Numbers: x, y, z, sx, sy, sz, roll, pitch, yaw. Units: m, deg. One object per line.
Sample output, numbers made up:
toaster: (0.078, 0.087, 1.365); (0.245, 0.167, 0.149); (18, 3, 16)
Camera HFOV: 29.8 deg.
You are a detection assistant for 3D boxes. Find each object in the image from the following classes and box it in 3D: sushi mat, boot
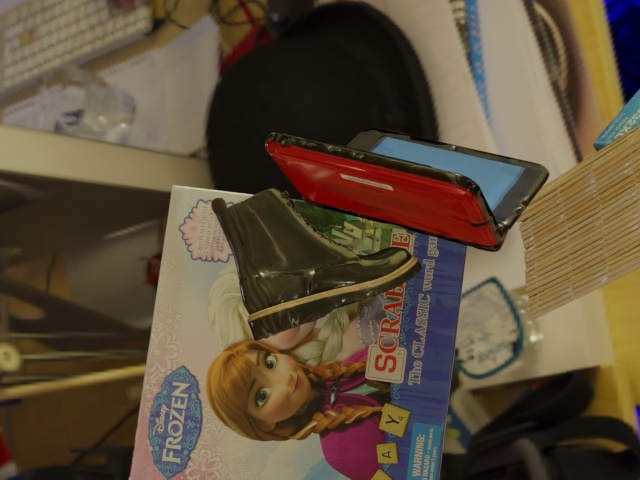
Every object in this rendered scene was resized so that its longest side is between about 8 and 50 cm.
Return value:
sushi mat: (0.308, -0.026, 1.318); (0.316, 0.019, 0.151); (141, 128, -59)
boot: (0.000, 0.000, 1.141); (0.077, 0.198, 0.137); (-24, 86, 49)

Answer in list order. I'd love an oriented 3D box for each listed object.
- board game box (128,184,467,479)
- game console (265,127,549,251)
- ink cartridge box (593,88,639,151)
board game box: (-0.019, 0.117, 1.257); (0.318, 0.066, 0.318); (6, 84, 6)
game console: (0.058, -0.053, 0.768); (0.144, 0.124, 0.085); (15, 71, 27)
ink cartridge box: (0.479, -0.052, 1.288); (0.129, 0.223, 0.307); (-46, 27, -13)
